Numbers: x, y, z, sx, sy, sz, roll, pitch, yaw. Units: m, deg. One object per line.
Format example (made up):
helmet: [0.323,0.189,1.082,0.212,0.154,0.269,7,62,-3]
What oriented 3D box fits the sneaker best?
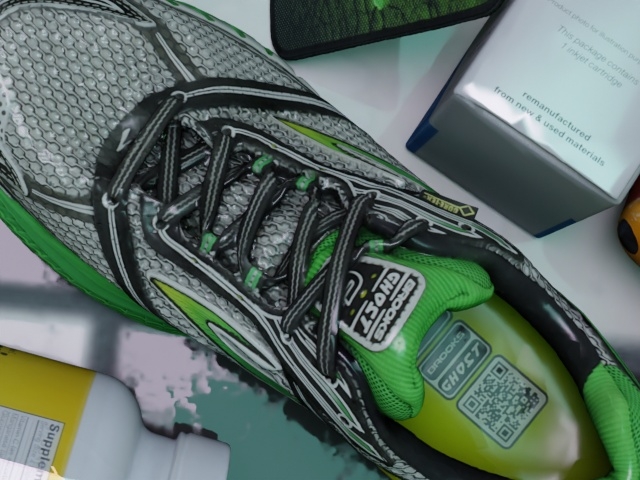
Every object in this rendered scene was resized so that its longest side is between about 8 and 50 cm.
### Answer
sneaker: [0.000,0.000,0.648,0.343,0.146,0.134,33,82,-3]

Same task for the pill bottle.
pill bottle: [-0.134,0.093,0.647,0.184,0.103,0.103,16,84,-6]

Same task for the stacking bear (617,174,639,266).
stacking bear: [0.220,0.059,0.670,0.164,0.175,0.289,-22,81,-6]

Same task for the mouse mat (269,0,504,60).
mouse mat: [0.026,-0.176,0.671,0.007,0.152,0.189,6,83,-37]

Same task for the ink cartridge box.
ink cartridge box: [0.127,-0.104,0.674,0.082,0.139,0.190,33,82,-1]
